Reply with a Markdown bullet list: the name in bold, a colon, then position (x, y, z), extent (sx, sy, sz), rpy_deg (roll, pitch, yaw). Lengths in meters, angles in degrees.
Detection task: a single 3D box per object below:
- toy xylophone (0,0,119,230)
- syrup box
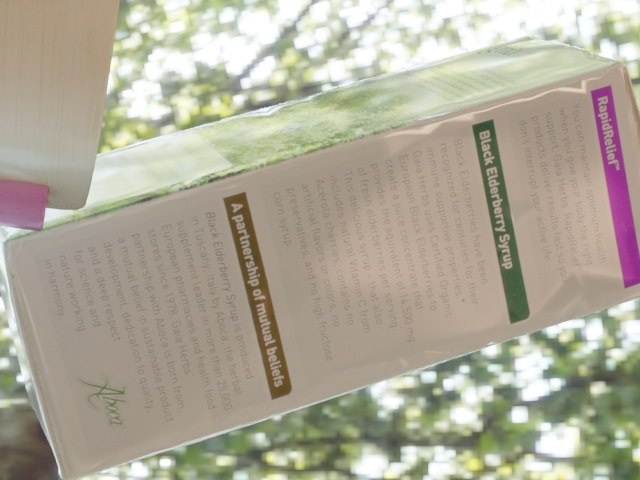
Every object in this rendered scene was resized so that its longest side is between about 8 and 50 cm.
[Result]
- **toy xylophone**: position (-0.131, -0.170, 0.506), extent (0.236, 0.081, 0.322), rpy_deg (16, -90, -9)
- **syrup box**: position (0.000, 0.000, 0.677), extent (0.237, 0.093, 0.096), rpy_deg (-16, -72, -13)
